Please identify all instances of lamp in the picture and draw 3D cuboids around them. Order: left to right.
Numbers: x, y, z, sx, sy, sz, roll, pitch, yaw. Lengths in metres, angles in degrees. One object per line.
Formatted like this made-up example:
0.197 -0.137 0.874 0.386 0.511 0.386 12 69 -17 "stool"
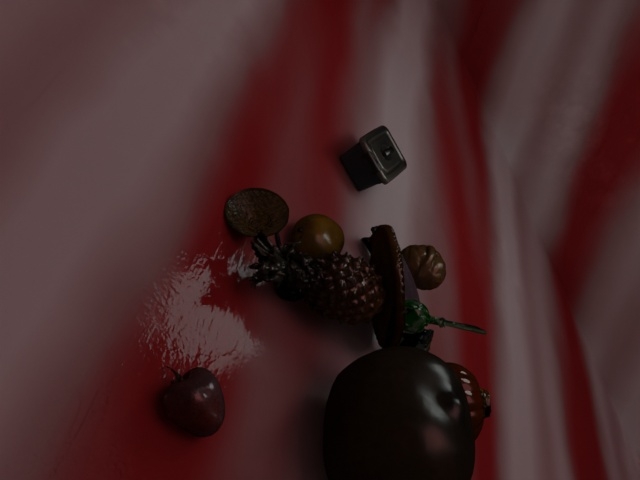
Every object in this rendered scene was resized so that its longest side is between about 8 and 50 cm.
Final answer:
0.343 0.432 1.634 0.223 0.197 0.223 -3 90 -88 "lamp"

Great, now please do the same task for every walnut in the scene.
0.303 0.082 1.889 0.166 0.149 0.166 23 25 -11 "walnut"

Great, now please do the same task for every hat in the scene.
-0.146 -0.046 1.419 0.146 0.067 0.146 4 52 -6 "hat"

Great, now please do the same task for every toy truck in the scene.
0.236 0.307 1.665 0.191 0.085 0.116 -38 135 -54 "toy truck"

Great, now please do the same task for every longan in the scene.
0.164 0.395 1.284 0.361 0.361 0.361 34 42 -38 "longan"

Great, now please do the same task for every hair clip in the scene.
0.217 0.128 1.786 0.358 0.096 0.110 68 15 2 "hair clip"

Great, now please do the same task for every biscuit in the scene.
0.165 0.117 1.566 0.040 0.318 0.318 -1 59 -7 "biscuit"

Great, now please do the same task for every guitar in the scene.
-0.086 0.033 1.470 0.088 0.025 0.233 22 50 -50 "guitar"

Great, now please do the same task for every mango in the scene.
0.000 0.000 1.557 0.195 0.098 0.137 -7 70 -64 "mango"

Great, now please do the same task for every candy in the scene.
0.327 0.219 1.663 0.323 0.097 0.097 14 54 -29 "candy"

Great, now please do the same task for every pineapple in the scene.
-0.006 0.088 1.387 0.361 0.175 0.175 18 53 -43 "pineapple"

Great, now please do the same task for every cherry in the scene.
-0.209 0.272 1.064 0.126 0.087 0.106 43 41 -24 "cherry"

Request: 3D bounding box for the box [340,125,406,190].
0.170 -0.256 1.952 0.162 0.130 0.227 60 33 -7 "box"
